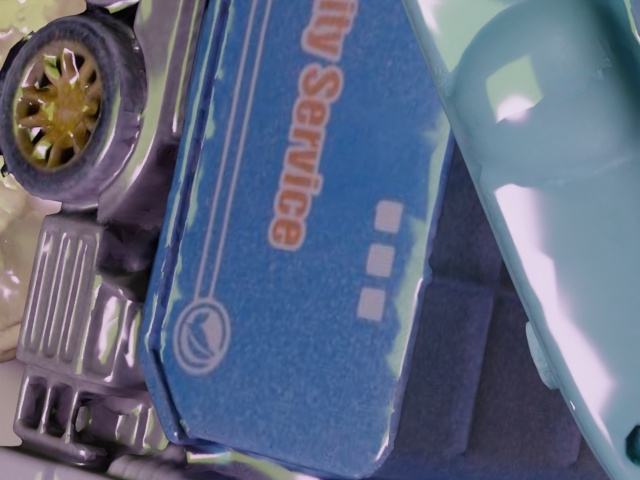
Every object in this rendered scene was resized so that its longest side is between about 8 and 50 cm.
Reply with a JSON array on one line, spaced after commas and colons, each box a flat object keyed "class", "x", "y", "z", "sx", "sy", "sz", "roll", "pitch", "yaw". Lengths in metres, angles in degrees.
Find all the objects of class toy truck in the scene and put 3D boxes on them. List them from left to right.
[{"class": "toy truck", "x": 0.000, "y": 0.000, "z": 0.567, "sx": 0.175, "sy": 0.146, "sz": 0.367, "roll": 12, "pitch": 91, "yaw": 43}]

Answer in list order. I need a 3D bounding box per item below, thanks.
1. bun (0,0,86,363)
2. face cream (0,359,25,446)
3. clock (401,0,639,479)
[{"class": "bun", "x": -0.109, "y": -0.045, "z": 0.714, "sx": 0.188, "sy": 0.111, "sz": 0.164, "roll": -42, "pitch": 57, "yaw": 29}, {"class": "face cream", "x": -0.124, "y": 0.079, "z": 0.749, "sx": 0.182, "sy": 0.051, "sz": 0.072, "roll": 32, "pitch": 98, "yaw": 44}, {"class": "clock", "x": 0.153, "y": -0.075, "z": 0.391, "sx": 0.274, "sy": 0.094, "sz": 0.224, "roll": -24, "pitch": 87, "yaw": 17}]
